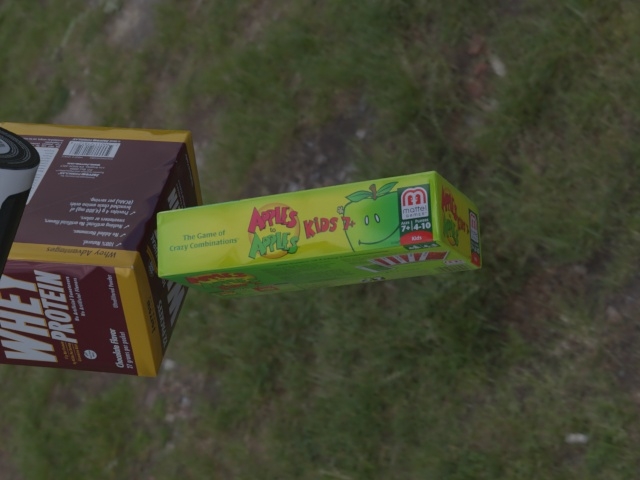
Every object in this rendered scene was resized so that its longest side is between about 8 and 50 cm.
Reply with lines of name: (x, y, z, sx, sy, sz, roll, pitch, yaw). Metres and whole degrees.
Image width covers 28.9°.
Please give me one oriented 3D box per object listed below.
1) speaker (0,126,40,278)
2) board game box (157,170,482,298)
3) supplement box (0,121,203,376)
speaker: (-0.180, 0.013, 0.594, 0.055, 0.055, 0.136, 46, 119, 49)
board game box: (0.000, 0.000, 0.774, 0.181, 0.092, 0.043, -8, 75, 21)
supplement box: (-0.221, 0.004, 1.123, 0.191, 0.129, 0.194, 4, 41, 10)
